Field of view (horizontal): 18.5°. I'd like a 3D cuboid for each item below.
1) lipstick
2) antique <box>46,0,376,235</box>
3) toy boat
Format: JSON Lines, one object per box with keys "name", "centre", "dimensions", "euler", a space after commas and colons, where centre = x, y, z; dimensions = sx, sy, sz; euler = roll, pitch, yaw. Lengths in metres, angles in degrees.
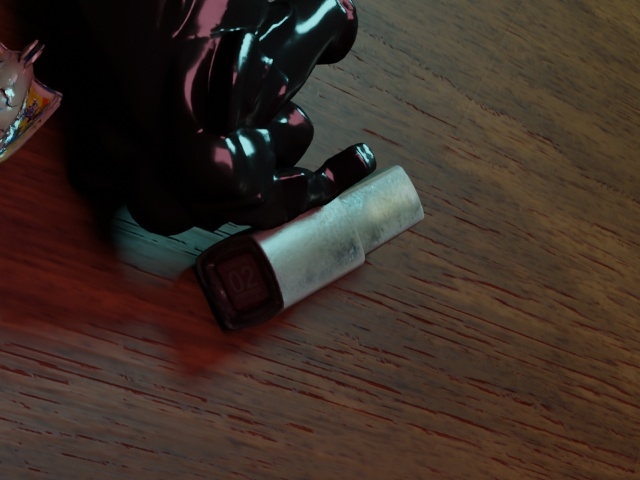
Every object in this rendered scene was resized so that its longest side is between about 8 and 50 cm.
{"name": "lipstick", "centre": [0.000, 0.000, 1.717], "dimensions": [0.253, 0.079, 0.077], "euler": [-27, 93, -52]}
{"name": "antique", "centre": [-0.101, -0.153, 1.602], "dimensions": [0.322, 0.185, 0.255], "euler": [61, 31, -2]}
{"name": "toy boat", "centre": [-0.265, -0.074, 1.448], "dimensions": [0.084, 0.066, 0.210], "euler": [48, 42, -21]}
